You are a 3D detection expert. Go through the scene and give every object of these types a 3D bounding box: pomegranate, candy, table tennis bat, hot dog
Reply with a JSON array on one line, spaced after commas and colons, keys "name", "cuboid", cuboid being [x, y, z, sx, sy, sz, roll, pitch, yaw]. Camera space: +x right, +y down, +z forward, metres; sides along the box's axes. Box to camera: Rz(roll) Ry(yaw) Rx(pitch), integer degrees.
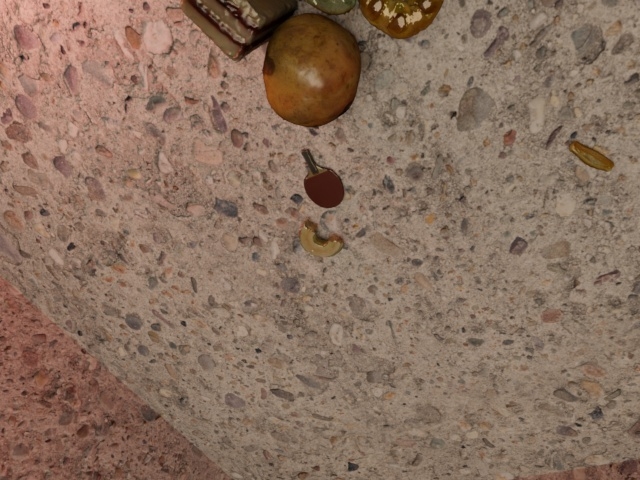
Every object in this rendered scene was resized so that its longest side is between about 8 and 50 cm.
[{"name": "pomegranate", "cuboid": [-0.022, -0.441, 1.095, 0.281, 0.281, 0.281, 6, 122, 10]}, {"name": "candy", "cuboid": [-0.189, -0.576, 1.023, 0.179, 0.320, 0.135, 40, 124, -16]}, {"name": "table tennis bat", "cuboid": [-0.003, -0.202, 1.387, 0.130, 0.019, 0.220, -19, 117, 23]}, {"name": "hot dog", "cuboid": [0.761, -0.234, 1.179, 0.137, 0.028, 0.044, 25, 98, -6]}]

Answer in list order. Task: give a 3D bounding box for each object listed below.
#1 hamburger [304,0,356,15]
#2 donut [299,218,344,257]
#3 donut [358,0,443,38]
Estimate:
[{"name": "hamburger", "cuboid": [0.015, -0.650, 0.979, 0.192, 0.288, 0.167, 25, 125, -26]}, {"name": "donut", "cuboid": [-0.004, 0.002, 1.487, 0.166, 0.065, 0.108, 27, 124, -5]}, {"name": "donut", "cuboid": [0.204, -0.622, 1.020, 0.227, 0.114, 0.226, 6, 123, 10]}]
